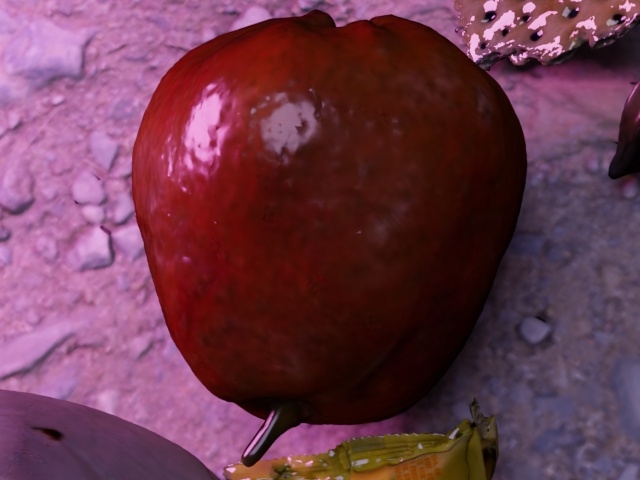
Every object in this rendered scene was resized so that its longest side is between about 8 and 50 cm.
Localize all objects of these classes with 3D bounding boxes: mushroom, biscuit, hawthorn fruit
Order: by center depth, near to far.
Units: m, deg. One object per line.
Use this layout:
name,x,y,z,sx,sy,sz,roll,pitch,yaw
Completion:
hawthorn fruit,0.000,0.000,0.926,0.224,0.224,0.260,6,83,18
mushroom,-0.215,0.128,0.929,0.329,0.159,0.122,23,95,14
biscuit,0.135,-0.189,1.049,0.144,0.016,0.203,-30,54,32

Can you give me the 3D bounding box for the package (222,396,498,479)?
package,0.040,0.202,0.874,0.168,0.090,0.226,-11,67,6

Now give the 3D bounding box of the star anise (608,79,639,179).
star anise,0.299,-0.125,0.912,0.315,0.108,0.315,-35,40,36
